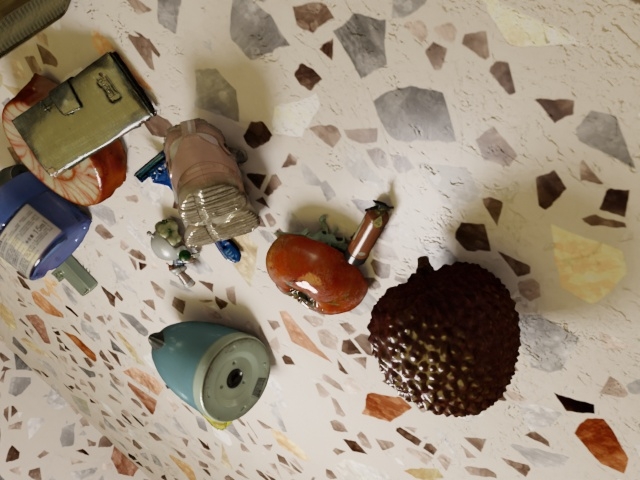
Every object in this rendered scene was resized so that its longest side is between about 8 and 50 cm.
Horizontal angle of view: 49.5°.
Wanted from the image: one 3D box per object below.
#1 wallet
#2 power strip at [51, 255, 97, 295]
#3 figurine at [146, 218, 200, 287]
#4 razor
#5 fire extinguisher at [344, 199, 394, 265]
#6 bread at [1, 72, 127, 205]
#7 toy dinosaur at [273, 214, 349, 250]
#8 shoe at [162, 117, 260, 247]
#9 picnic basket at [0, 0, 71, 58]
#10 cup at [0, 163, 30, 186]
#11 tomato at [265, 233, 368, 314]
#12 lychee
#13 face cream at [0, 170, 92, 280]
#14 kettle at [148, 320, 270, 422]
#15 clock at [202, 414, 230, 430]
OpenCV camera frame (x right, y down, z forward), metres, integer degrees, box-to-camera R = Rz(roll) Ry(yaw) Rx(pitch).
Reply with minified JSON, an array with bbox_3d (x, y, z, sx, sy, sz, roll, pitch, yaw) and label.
[{"bbox_3d":[-0.536,-0.278,1.565,0.317,0.044,0.169,-25,107,21],"label":"wallet"},{"bbox_3d":[-0.855,0.100,2.320,0.215,0.061,0.145,50,141,-11],"label":"power strip"},{"bbox_3d":[-0.375,0.031,1.815,0.147,0.093,0.197,29,156,52],"label":"figurine"},{"bbox_3d":[-0.304,-0.071,1.686,0.324,0.093,0.056,49,-178,-17],"label":"razor"},{"bbox_3d":[0.095,-0.021,1.375,0.177,0.062,0.050,115,144,-46],"label":"fire extinguisher"},{"bbox_3d":[-0.640,-0.235,1.753,0.328,0.114,0.295,35,142,4],"label":"bread"},{"bbox_3d":[-0.002,0.003,1.500,0.187,0.044,0.106,-15,132,34],"label":"toy dinosaur"},{"bbox_3d":[-0.233,-0.118,1.497,0.351,0.172,0.198,108,146,-69],"label":"shoe"},{"bbox_3d":[-0.615,-0.486,1.362,0.139,0.266,0.165,42,141,-10],"label":"picnic basket"},{"bbox_3d":[-0.896,-0.182,2.071,0.077,0.078,0.100,-11,149,41],"label":"cup"},{"bbox_3d":[-0.017,0.089,1.520,0.237,0.095,0.236,23,156,11],"label":"tomato"},{"bbox_3d":[0.228,0.171,1.269,0.276,0.276,0.304,-46,55,53],"label":"lychee"},{"bbox_3d":[-0.822,-0.037,1.998,0.225,0.249,0.249,42,143,-1],"label":"face cream"},{"bbox_3d":[-0.327,0.360,2.010,0.342,0.247,0.319,14,162,41],"label":"kettle"},{"bbox_3d":[-0.380,0.485,2.284,0.293,0.071,0.277,60,149,-6],"label":"clock"}]
